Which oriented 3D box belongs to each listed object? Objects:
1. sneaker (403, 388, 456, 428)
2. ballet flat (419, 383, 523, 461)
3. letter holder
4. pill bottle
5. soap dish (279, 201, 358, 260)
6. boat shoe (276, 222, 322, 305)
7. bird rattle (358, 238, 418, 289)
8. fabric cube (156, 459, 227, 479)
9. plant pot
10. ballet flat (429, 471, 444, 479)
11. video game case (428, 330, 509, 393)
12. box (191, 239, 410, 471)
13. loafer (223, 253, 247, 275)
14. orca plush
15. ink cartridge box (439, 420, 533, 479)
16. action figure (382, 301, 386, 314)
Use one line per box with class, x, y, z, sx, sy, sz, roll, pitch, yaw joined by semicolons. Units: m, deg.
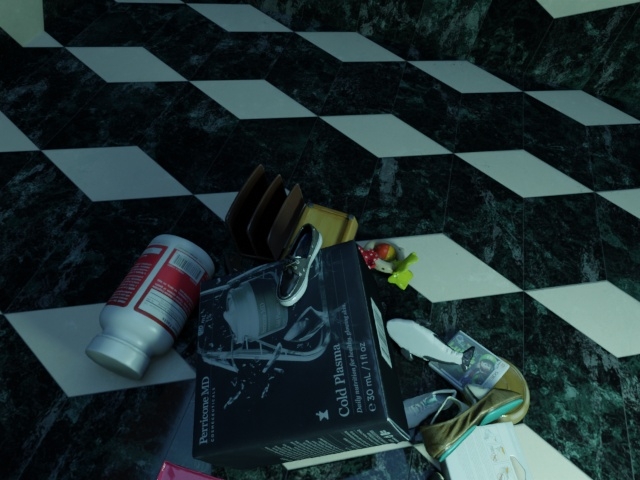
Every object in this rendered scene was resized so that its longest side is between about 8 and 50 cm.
sneaker;0.316;0.496;1.343;0.212;0.094;0.080;-18;60;-19
ballet flat;0.427;0.497;1.289;0.343;0.116;0.124;-25;53;-18
letter holder;-0.195;-0.111;1.614;0.152;0.214;0.301;9;52;20
pill bottle;-0.513;0.199;1.359;0.229;0.229;0.407;19;54;6
soap dish;0.000;0.000;1.641;0.229;0.118;0.290;18;53;5
boat shoe;-0.060;0.055;1.146;0.080;0.076;0.228;12;61;29
bird rattle;0.225;0.072;1.640;0.254;0.143;0.207;12;33;5
fabric cube;-0.277;0.691;1.020;0.259;0.258;0.254;16;55;4
plant pot;0.566;0.472;1.434;0.237;0.032;0.236;4;55;-6
ballet flat;0.334;0.731;1.215;0.049;0.057;0.173;28;43;-40
video game case;0.479;0.405;1.441;0.173;0.022;0.190;-37;52;-23
box;-0.057;0.316;1.206;0.472;0.297;0.479;-17;54;12
loafer;-0.277;0.130;1.531;0.078;0.080;0.220;-12;57;-15
orca plush;0.361;0.323;1.467;0.287;0.151;0.102;6;8;26
ink cartridge box;0.473;0.671;1.262;0.239;0.060;0.275;-2;54;-11
action figure;0.069;0.238;1.473;0.276;0.141;0.164;9;59;28
